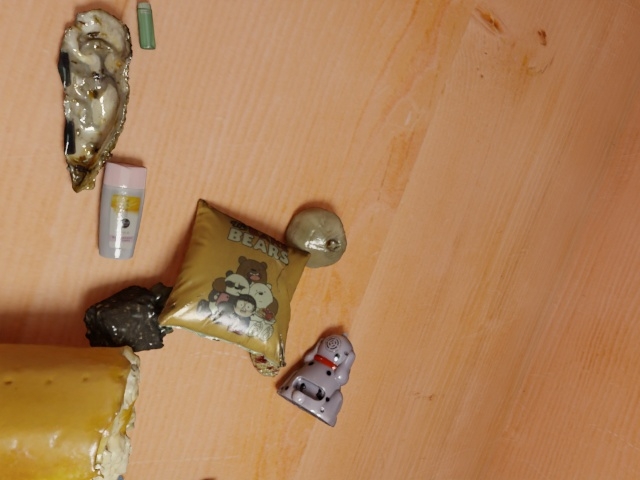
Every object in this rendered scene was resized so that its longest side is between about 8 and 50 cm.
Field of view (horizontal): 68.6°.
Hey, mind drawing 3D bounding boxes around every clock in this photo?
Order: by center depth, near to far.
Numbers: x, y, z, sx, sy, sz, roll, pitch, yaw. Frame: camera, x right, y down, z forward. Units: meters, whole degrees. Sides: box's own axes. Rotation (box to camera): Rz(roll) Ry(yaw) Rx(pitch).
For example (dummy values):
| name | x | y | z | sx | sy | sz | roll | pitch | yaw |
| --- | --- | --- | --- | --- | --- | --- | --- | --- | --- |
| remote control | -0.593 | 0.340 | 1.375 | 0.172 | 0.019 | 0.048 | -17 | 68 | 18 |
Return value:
| name | x | y | z | sx | sy | sz | roll | pitch | yaw |
| --- | --- | --- | --- | --- | --- | --- | --- | --- | --- |
| clock | 0.014 | 0.385 | 1.371 | 0.254 | 0.188 | 0.189 | -56 | 129 | -26 |

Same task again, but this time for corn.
| name | x | y | z | sx | sy | sz | roll | pitch | yaw |
| --- | --- | --- | --- | --- | --- | --- | --- | --- | --- |
| corn | -0.152 | 0.234 | 1.234 | 0.098 | 0.098 | 0.290 | -18 | 118 | -30 |

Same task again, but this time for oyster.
| name | x | y | z | sx | sy | sz | roll | pitch | yaw |
| --- | --- | --- | --- | --- | --- | --- | --- | --- | --- |
| oyster | -0.435 | -0.260 | 0.896 | 0.128 | 0.078 | 0.345 | 9 | 102 | -16 |

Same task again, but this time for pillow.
| name | x | y | z | sx | sy | sz | roll | pitch | yaw |
| --- | --- | --- | --- | --- | --- | --- | --- | --- | --- |
| pillow | -0.180 | 0.097 | 1.071 | 0.310 | 0.119 | 0.312 | 24 | 57 | -19 |

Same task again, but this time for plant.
| name | x | y | z | sx | sy | sz | roll | pitch | yaw |
| --- | --- | --- | --- | --- | --- | --- | --- | --- | --- |
| plant | -0.394 | 0.170 | 1.015 | 0.194 | 0.129 | 0.132 | -16 | 116 | -49 |

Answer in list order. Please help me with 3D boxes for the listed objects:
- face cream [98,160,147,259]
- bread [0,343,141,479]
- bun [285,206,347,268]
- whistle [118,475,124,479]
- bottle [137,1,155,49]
| name | x | y | z | sx | sy | sz | roll | pitch | yaw |
| --- | --- | --- | --- | --- | --- | --- | --- | --- | --- |
| face cream | -0.413 | -0.062 | 0.976 | 0.084 | 0.057 | 0.198 | 3 | 104 | -36 |
| bread | -0.535 | 0.373 | 0.826 | 0.394 | 0.250 | 0.361 | 8 | 117 | -23 |
| bun | 0.000 | 0.000 | 1.251 | 0.173 | 0.113 | 0.167 | 15 | 96 | -35 |
| whistle | -0.529 | 0.478 | 1.066 | 0.062 | 0.062 | 0.304 | -28 | 119 | -25 |
| bottle | -0.344 | -0.423 | 0.926 | 0.030 | 0.030 | 0.083 | -11 | 110 | -32 |
